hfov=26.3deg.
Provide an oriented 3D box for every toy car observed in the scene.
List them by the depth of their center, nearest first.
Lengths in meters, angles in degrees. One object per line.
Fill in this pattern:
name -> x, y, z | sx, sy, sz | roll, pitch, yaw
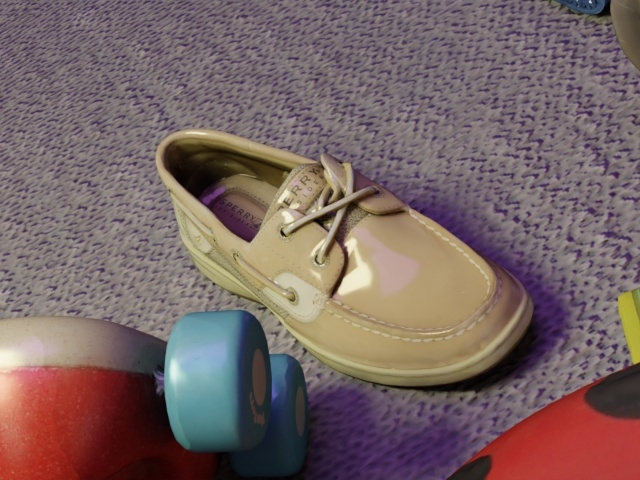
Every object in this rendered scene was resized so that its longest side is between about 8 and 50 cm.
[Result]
toy car -> -0.129, 0.171, 0.738 | 0.219, 0.210, 0.238 | -3, 73, 10

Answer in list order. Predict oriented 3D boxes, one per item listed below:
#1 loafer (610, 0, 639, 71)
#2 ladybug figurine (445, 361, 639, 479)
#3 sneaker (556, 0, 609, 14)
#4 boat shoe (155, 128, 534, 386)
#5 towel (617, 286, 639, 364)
loafer -> 0.342, -0.195, 0.878 | 0.365, 0.134, 0.130 | -24, 12, -8
ladybug figurine -> 0.199, 0.149, 0.546 | 0.449, 0.162, 0.305 | -18, 41, 13
sneaker -> 0.171, -0.249, 1.054 | 0.090, 0.081, 0.232 | -36, 47, -13
boat shoe -> 0.000, 0.000, 0.869 | 0.109, 0.098, 0.302 | -45, 42, -19
towel -> 0.272, 0.019, 0.712 | 0.237, 0.021, 0.102 | -27, 34, 19
